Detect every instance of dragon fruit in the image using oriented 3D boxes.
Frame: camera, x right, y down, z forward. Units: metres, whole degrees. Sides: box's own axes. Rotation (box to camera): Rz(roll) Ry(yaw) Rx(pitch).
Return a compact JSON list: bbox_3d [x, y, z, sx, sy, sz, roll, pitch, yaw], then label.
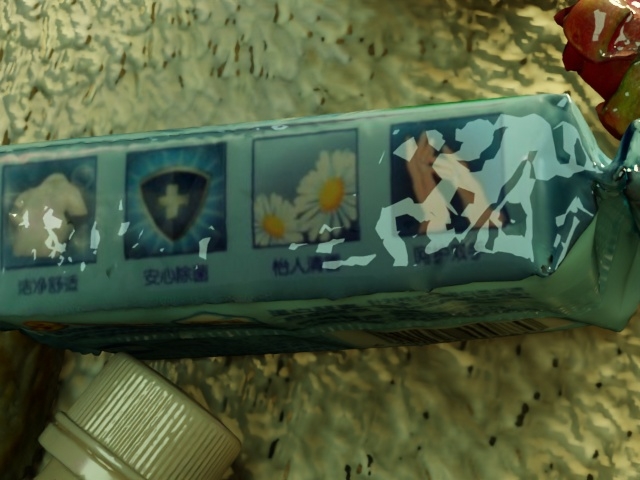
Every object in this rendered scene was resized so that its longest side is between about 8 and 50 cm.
[{"bbox_3d":[0.147,-0.072,0.665,0.112,0.126,0.068,34,121,24],"label":"dragon fruit"}]

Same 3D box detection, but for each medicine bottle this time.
[{"bbox_3d":[-0.131,0.161,0.635,0.114,0.114,0.252,33,80,27],"label":"medicine bottle"}]

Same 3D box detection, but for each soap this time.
[{"bbox_3d":[0.000,0.000,0.638,0.293,0.156,0.077,-4,79,17],"label":"soap"}]

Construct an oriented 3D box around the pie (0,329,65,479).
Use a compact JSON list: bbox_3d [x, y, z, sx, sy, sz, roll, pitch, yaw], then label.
[{"bbox_3d":[-0.199,0.061,0.691,0.193,0.079,0.163,-33,90,-25],"label":"pie"}]
